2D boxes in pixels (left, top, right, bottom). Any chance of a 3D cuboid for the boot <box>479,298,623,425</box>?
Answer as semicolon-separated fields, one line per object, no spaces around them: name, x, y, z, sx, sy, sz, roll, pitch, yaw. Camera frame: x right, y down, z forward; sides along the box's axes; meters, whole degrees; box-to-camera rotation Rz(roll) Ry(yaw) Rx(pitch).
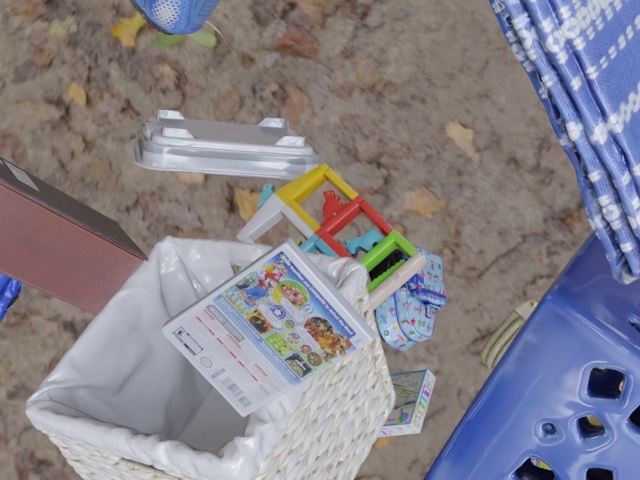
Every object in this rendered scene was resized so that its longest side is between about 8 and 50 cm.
boot;0.354;0.136;1.248;0.262;0.203;0.095;-41;132;7

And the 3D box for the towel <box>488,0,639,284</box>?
towel;0.107;-0.182;0.334;0.243;0.040;0.336;-46;116;-26

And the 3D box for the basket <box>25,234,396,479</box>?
basket;-0.118;0.203;1.203;0.328;0.331;0.266;6;133;31

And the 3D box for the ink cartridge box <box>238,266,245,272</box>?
ink cartridge box;-0.021;0.095;1.807;0.235;0.171;0.056;15;103;-48

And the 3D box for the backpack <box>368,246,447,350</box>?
backpack;0.163;0.111;1.753;0.117;0.173;0.158;-13;157;27

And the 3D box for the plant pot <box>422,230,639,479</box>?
plant pot;0.233;0.152;0.741;0.212;0.236;0.236;33;116;16

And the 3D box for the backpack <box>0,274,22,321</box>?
backpack;-0.477;0.077;1.301;0.101;0.098;0.120;39;74;-29

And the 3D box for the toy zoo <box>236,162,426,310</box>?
toy zoo;0.000;0.000;1.510;0.192;0.293;0.030;-40;151;-8

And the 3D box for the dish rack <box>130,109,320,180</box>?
dish rack;-0.166;-0.175;1.696;0.333;0.285;0.072;2;107;-13

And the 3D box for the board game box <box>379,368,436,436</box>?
board game box;0.104;0.263;1.521;0.154;0.103;0.026;-15;129;41

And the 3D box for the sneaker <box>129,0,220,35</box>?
sneaker;0.023;-0.216;0.492;0.147;0.130;0.330;45;115;-9

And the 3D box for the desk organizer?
desk organizer;-0.170;-0.004;0.572;0.050;0.047;0.130;-50;143;3

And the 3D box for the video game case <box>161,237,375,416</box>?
video game case;-0.037;0.061;0.630;0.122;0.011;0.087;-34;104;29

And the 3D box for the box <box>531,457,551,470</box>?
box;0.321;0.325;1.245;0.043;0.179;0.105;34;62;-38
